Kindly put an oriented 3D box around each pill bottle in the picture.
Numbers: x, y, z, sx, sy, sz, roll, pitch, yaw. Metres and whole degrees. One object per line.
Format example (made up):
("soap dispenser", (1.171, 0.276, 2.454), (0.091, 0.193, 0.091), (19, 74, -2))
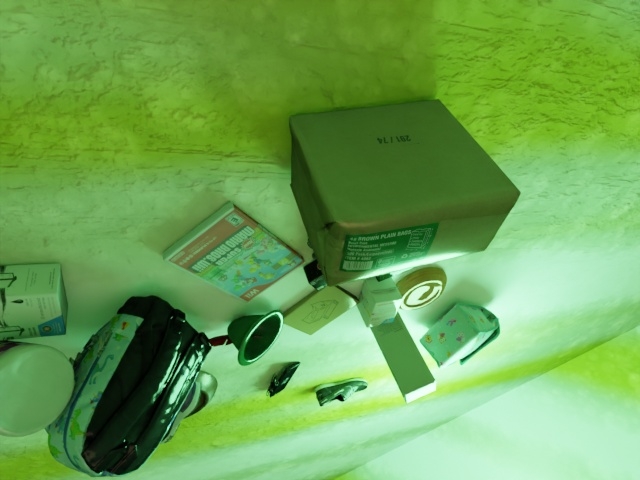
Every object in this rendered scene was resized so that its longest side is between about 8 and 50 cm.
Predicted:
("pill bottle", (-0.665, 0.290, 0.888), (0.301, 0.170, 0.169), (-5, 150, 31))

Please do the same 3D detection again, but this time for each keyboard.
("keyboard", (-0.144, 0.496, 1.555), (0.100, 0.038, 0.192), (-18, 145, -44))

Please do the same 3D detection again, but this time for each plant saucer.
("plant saucer", (0.321, 0.165, 1.396), (0.199, 0.037, 0.200), (-14, 139, -12))
("plant saucer", (-0.485, 0.514, 1.392), (0.310, 0.050, 0.311), (-14, 140, -12))

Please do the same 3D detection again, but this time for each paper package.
("paper package", (0.127, -0.103, 0.796), (0.324, 0.310, 0.168), (-10, 138, -14))

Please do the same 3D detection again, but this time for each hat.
("hat", (-0.238, 0.238, 1.227), (0.208, 0.183, 0.173), (-32, 142, -44))

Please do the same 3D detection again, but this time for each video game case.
("video game case", (-0.194, 0.043, 1.026), (0.204, 0.025, 0.285), (-35, 139, 13))

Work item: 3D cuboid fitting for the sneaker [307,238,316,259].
("sneaker", (0.000, 0.000, 1.047), (0.064, 0.061, 0.158), (-10, 138, -6))

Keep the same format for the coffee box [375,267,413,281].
("coffee box", (0.236, 0.042, 1.216), (0.184, 0.041, 0.113), (-20, 140, -3))

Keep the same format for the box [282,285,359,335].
("box", (-0.003, 0.207, 1.301), (0.201, 0.021, 0.164), (-37, 138, 17))

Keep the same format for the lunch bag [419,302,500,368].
("lunch bag", (0.534, 0.350, 1.612), (0.262, 0.160, 0.223), (9, 128, -48))

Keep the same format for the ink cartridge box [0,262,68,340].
("ink cartridge box", (-0.630, 0.127, 0.864), (0.202, 0.086, 0.148), (-3, 136, -24))

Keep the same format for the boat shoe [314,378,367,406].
("boat shoe", (0.092, 0.619, 1.757), (0.232, 0.079, 0.084), (-4, 135, -24))

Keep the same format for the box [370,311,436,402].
("box", (0.261, 0.367, 1.403), (0.113, 0.275, 0.094), (-22, 142, -2))

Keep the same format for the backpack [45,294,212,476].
("backpack", (-0.444, 0.346, 0.994), (0.273, 0.356, 0.290), (-7, 141, 17))

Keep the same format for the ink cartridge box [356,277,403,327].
("ink cartridge box", (0.178, 0.179, 1.301), (0.092, 0.090, 0.143), (-7, 137, -19))

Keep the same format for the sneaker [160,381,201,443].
("sneaker", (-0.468, 0.497, 1.285), (0.124, 0.107, 0.283), (25, 119, -25))

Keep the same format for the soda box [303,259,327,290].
("soda box", (0.042, 0.060, 1.129), (0.168, 0.060, 0.053), (-32, 138, 11))
